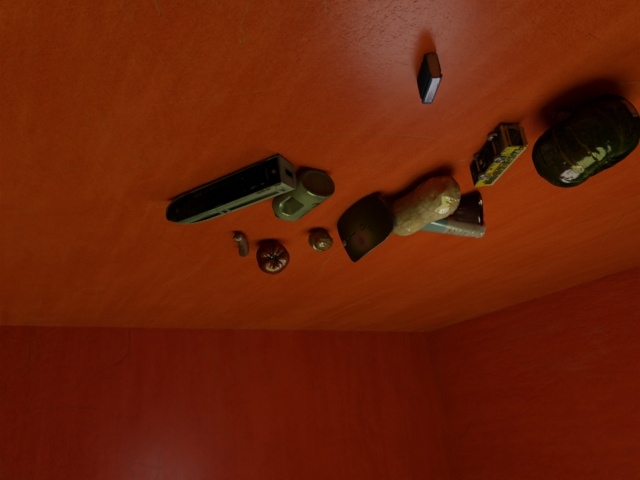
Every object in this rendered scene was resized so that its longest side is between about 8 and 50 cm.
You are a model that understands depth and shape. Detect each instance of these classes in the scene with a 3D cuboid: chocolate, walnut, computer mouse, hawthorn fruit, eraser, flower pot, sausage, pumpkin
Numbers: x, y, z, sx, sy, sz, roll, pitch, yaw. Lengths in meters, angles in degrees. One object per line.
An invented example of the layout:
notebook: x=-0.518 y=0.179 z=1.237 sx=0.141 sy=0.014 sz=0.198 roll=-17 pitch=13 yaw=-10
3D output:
chocolate: x=0.319 y=-0.106 z=1.562 sx=0.134 sy=0.134 sz=0.309 roll=6 pitch=156 yaw=-30
walnut: x=0.000 y=0.000 z=1.809 sx=0.079 sy=0.083 sz=0.096 roll=12 pitch=177 yaw=41
computer mouse: x=0.140 y=-0.033 z=1.669 sx=0.071 sy=0.158 sz=0.310 roll=-17 pitch=166 yaw=-31
hawthorn fruit: x=-0.176 y=0.061 z=1.869 sx=0.125 sy=0.125 sz=0.140 roll=-15 pitch=-170 yaw=20
eraser: x=0.224 y=-0.334 z=1.035 sx=0.027 sy=0.063 sz=0.085 roll=-4 pitch=159 yaw=-4
flower pot: x=0.494 y=-0.100 z=1.679 sx=0.089 sy=0.111 sz=0.111 roll=-3 pitch=162 yaw=24
sausage: x=-0.285 y=0.016 z=1.811 sx=0.047 sy=0.040 sz=0.177 roll=1 pitch=158 yaw=-2
pumpkin: x=0.641 y=-0.252 z=1.230 sx=0.260 sy=0.189 sz=0.260 roll=-28 pitch=163 yaw=-9

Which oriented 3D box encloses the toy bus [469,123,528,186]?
toy bus: x=0.477 y=-0.224 z=1.368 sx=0.074 sy=0.081 sz=0.226 roll=-3 pitch=158 yaw=-7

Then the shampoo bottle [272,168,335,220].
shampoo bottle: x=-0.067 y=-0.118 z=1.469 sx=0.118 sy=0.087 sz=0.234 roll=5 pitch=156 yaw=-34

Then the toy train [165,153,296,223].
toy train: x=-0.259 y=-0.125 z=1.404 sx=0.407 sy=0.086 sz=0.088 roll=-17 pitch=162 yaw=25

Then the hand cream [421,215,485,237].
hand cream: x=0.447 y=-0.060 z=1.834 sx=0.312 sy=0.070 sz=0.111 roll=7 pitch=158 yaw=-13
